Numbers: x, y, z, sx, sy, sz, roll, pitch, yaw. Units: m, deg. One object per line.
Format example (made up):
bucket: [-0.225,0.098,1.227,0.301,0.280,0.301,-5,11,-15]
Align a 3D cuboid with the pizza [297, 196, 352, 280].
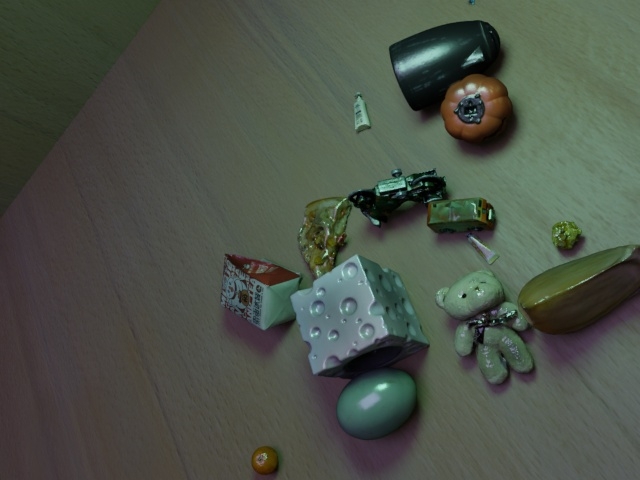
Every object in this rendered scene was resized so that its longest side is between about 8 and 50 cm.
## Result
pizza: [0.000,0.000,1.757,0.189,0.071,0.296,3,78,36]

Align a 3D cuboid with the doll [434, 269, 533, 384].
doll: [0.412,0.208,1.359,0.175,0.149,0.278,-22,73,-8]

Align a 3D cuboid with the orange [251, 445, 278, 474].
orange: [-0.166,0.658,1.657,0.084,0.084,0.083,-12,68,33]

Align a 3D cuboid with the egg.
egg: [0.146,0.424,1.450,0.231,0.168,0.168,-36,57,14]

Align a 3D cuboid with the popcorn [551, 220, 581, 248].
popcorn: [0.591,-0.016,1.344,0.060,0.068,0.083,28,63,-2]

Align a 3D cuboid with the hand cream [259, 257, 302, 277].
hand cream: [-0.144,0.112,1.841,0.186,0.054,0.087,27,97,31]

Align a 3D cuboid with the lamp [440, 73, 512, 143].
lamp: [0.425,-0.357,1.511,0.188,0.164,0.187,5,102,26]

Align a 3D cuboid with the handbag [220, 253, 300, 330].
handbag: [-0.215,0.149,1.790,0.298,0.151,0.171,23,116,39]

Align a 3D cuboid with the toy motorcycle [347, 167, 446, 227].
toy motorcycle: [0.225,-0.123,1.587,0.275,0.187,0.124,-12,66,13]

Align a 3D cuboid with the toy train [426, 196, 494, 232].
toy train: [0.369,-0.064,1.492,0.188,0.099,0.072,-3,74,34]

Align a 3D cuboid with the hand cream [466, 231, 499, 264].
hand cream: [0.428,0.017,1.474,0.035,0.022,0.102,-45,59,10]

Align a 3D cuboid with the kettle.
kettle: [0.367,-0.543,1.606,0.291,0.207,0.268,-21,36,23]

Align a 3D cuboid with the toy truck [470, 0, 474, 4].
toy truck: [0.474,-0.768,1.680,0.090,0.056,0.073,-52,47,27]

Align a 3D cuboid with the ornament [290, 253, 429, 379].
ornament: [0.105,0.218,1.503,0.240,0.239,0.239,-34,57,23]

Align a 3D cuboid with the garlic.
garlic: [0.607,0.100,1.213,0.339,0.196,0.151,-28,76,23]

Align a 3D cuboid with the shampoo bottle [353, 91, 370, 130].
shampoo bottle: [0.133,-0.428,1.824,0.049,0.034,0.141,-22,63,37]
